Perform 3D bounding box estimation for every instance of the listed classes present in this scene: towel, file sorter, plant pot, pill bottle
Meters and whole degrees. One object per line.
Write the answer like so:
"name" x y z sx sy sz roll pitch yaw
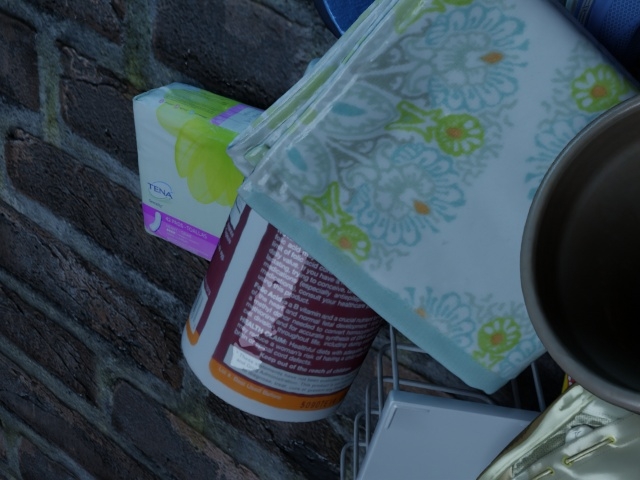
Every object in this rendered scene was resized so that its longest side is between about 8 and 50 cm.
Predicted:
"towel" 0.144 -0.061 0.914 0.374 0.090 0.320 39 113 -16
"file sorter" 0.141 0.242 1.216 0.193 0.173 0.277 10 128 -7
"plant pot" 0.326 0.036 0.799 0.263 0.229 0.263 -16 61 30
"pill bottle" 0.000 0.000 1.168 0.224 0.224 0.392 36 116 23

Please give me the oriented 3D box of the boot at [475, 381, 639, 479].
"boot" 0.276 0.280 1.008 0.203 0.095 0.262 50 123 24

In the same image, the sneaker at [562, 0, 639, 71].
"sneaker" 0.331 -0.252 0.843 0.147 0.130 0.330 46 135 17

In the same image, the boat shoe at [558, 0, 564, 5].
"boat shoe" 0.135 -0.323 1.002 0.306 0.105 0.113 29 125 20

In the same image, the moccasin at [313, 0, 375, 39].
"moccasin" 0.123 -0.162 0.998 0.342 0.137 0.117 38 177 -18

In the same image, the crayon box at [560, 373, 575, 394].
"crayon box" 0.397 0.228 1.013 0.313 0.106 0.362 35 134 42

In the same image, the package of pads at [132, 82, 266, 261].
"package of pads" -0.132 -0.083 1.377 0.297 0.101 0.229 22 126 32
